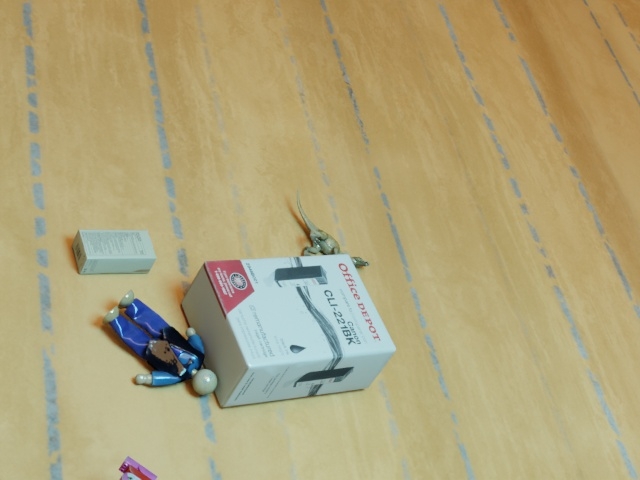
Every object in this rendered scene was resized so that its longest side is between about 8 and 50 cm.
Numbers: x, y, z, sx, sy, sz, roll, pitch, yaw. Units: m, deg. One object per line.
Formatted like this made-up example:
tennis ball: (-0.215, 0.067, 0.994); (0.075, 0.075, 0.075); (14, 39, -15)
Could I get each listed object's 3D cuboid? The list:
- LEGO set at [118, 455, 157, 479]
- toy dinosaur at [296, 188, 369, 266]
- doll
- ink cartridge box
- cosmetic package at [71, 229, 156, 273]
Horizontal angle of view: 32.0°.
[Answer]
LEGO set: (-0.188, 0.389, 1.404); (0.227, 0.087, 0.093); (35, 27, 0)
toy dinosaur: (0.000, 0.000, 1.942); (0.183, 0.053, 0.092); (44, 26, 0)
doll: (-0.230, 0.161, 1.628); (0.189, 0.046, 0.129); (39, 50, 1)
ink cartridge box: (-0.048, 0.133, 1.721); (0.273, 0.114, 0.197); (-2, 52, -35)
cosmetic package: (-0.316, 0.017, 1.711); (0.115, 0.041, 0.060); (2, 50, -32)
